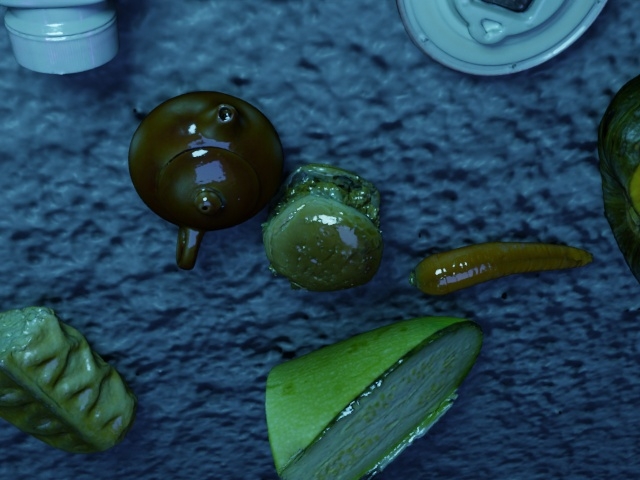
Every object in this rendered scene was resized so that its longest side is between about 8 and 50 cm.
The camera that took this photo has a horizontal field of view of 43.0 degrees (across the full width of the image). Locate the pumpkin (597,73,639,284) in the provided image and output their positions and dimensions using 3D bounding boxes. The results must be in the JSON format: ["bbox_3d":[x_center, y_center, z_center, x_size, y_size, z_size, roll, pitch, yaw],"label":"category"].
[{"bbox_3d":[0.456,-0.087,1.012,0.190,0.139,0.280,-19,132,8],"label":"pumpkin"}]

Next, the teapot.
[{"bbox_3d":[-0.137,-0.061,0.940,0.178,0.135,0.252,11,126,-13],"label":"teapot"}]

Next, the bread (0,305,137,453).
[{"bbox_3d":[-0.366,0.205,1.129,0.152,0.130,0.267,-28,130,8],"label":"bread"}]

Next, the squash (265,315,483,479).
[{"bbox_3d":[0.102,0.235,1.180,0.309,0.210,0.233,-16,142,10],"label":"squash"}]

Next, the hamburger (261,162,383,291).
[{"bbox_3d":[0.000,0.000,1.014,0.159,0.131,0.184,14,130,-16],"label":"hamburger"}]

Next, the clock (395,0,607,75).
[{"bbox_3d":[0.197,-0.285,0.856,0.245,0.056,0.244,-4,131,-5],"label":"clock"}]

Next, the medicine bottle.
[{"bbox_3d":[-0.252,-0.306,0.733,0.161,0.111,0.296,-4,128,-4],"label":"medicine bottle"}]

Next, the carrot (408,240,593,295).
[{"bbox_3d":[0.255,0.029,1.131,0.271,0.062,0.066,-11,98,-5],"label":"carrot"}]
